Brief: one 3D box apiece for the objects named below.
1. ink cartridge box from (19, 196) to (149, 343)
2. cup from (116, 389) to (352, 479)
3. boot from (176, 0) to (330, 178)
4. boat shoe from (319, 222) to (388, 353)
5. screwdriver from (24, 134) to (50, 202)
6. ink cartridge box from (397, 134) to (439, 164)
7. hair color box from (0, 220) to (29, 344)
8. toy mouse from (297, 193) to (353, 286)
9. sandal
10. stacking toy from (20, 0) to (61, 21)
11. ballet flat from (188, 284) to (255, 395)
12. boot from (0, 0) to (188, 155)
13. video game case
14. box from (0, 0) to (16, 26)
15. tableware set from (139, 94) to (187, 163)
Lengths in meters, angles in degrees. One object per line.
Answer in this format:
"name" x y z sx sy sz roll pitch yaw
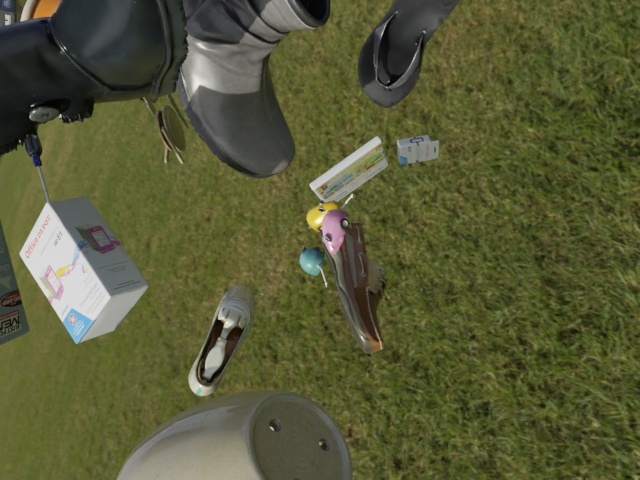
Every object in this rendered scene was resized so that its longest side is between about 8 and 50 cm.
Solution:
"ink cartridge box" -0.247 0.029 0.565 0.088 0.052 0.122 -46 75 30
"cup" -0.090 0.345 0.771 0.237 0.330 0.331 -49 40 30
"boot" -0.075 -0.221 0.624 0.222 0.338 0.118 -2 41 42
"boat shoe" 0.090 0.085 1.220 0.123 0.119 0.324 76 177 -59
"screwdriver" -0.430 -0.103 0.841 0.025 0.024 0.170 -41 67 52
"ink cartridge box" 0.207 -0.194 1.160 0.028 0.083 0.048 -98 -1 -47
"hair color box" -0.745 0.035 1.100 0.185 0.113 0.375 -9 97 15
"toy mouse" 0.000 0.000 0.782 0.161 0.031 0.143 -44 34 51
"sandal" 0.112 -0.281 0.779 0.254 0.097 0.055 116 179 -61
"stacking toy" -0.520 -0.522 1.497 0.479 0.350 0.351 9 81 17
"ballet flat" -0.127 0.131 0.747 0.052 0.057 0.168 126 164 -60
"boot" -0.220 -0.149 0.433 0.094 0.207 0.246 66 162 -2
"video game case" 0.087 -0.190 1.555 0.226 0.206 0.026 -35 75 4
"box" -0.754 -0.554 1.167 0.056 0.182 0.231 -53 47 47
"tableware set" -0.291 -0.232 0.947 0.039 0.194 0.128 -15 45 7
